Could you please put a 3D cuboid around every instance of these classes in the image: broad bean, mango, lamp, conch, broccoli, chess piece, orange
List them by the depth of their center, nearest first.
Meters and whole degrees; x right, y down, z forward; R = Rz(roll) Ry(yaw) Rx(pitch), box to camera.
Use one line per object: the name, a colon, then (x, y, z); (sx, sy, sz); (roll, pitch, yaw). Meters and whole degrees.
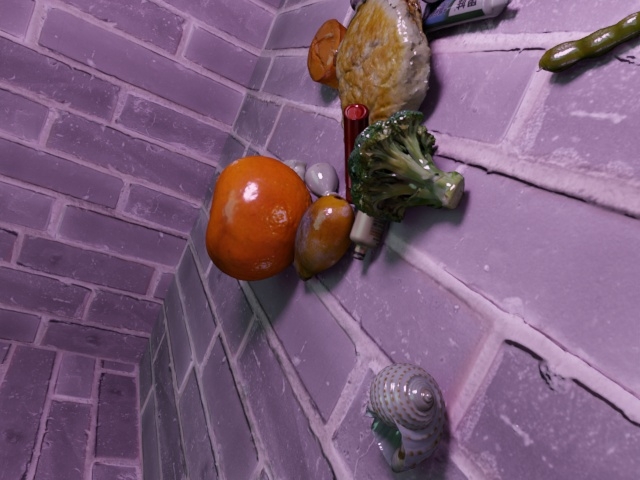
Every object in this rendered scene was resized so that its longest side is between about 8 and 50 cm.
broad bean: (0.473, -0.337, 0.785); (0.052, 0.053, 0.256); (-41, 12, -31)
conch: (0.158, 0.311, 0.878); (0.200, 0.131, 0.173); (103, 146, -68)
broccoli: (0.184, -0.151, 1.047); (0.269, 0.268, 0.254); (45, 118, 61)
mango: (0.000, 0.000, 1.376); (0.316, 0.146, 0.193); (117, 157, -48)
lamp: (0.014, -0.163, 1.494); (0.106, 0.106, 0.193); (-53, 39, 32)
orange: (-0.198, -0.068, 1.580); (0.424, 0.325, 0.425); (-170, 90, -75)
chess piece: (-0.159, -0.227, 1.838); (0.298, 0.175, 0.176); (16, 87, 51)

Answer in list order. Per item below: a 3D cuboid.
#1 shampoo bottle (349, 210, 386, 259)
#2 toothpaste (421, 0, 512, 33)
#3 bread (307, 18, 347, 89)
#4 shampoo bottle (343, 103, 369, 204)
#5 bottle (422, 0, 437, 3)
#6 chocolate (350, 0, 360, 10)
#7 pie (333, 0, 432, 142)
shampoo bottle: (0.120, -0.028, 1.222); (0.079, 0.079, 0.162); (20, 92, 63)
toothpaste: (0.332, -0.563, 1.185); (0.099, 0.061, 0.392); (-63, 25, 6)
bread: (0.040, -0.665, 1.722); (0.195, 0.142, 0.270); (-45, 35, 42)
shampoo bottle: (0.093, -0.217, 1.271); (0.102, 0.064, 0.261); (-86, -6, -53)
bottle: (0.298, -0.700, 1.283); (0.254, 0.095, 0.080); (-80, 3, -46)
chocolate: (0.182, -0.861, 1.616); (0.248, 0.110, 0.110); (-38, 41, 52)
pie: (0.171, -0.450, 1.307); (0.395, 0.180, 0.419); (132, 136, -58)
